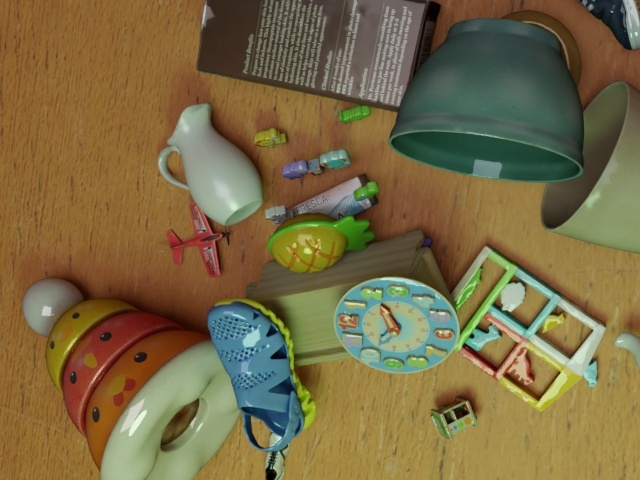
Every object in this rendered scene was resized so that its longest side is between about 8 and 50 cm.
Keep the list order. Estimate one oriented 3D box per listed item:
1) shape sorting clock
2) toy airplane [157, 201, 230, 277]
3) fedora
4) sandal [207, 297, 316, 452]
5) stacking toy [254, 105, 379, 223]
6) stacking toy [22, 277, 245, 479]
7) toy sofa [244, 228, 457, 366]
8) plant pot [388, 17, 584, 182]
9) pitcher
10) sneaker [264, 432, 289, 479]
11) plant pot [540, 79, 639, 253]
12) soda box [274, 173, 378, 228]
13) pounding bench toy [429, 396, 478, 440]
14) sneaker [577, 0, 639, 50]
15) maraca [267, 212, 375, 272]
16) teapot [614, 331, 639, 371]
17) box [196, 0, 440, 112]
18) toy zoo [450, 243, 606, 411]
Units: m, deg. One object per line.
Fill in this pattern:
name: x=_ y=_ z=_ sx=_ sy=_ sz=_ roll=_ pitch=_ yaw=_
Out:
shape sorting clock: x=0.123 y=0.141 z=1.600 sx=0.206 sy=0.040 sz=0.206 roll=8 pitch=127 yaw=11
toy airplane: x=-0.238 y=0.005 z=1.869 sx=0.151 sy=0.028 sz=0.151 roll=3 pitch=99 yaw=17
fedora: x=0.338 y=-0.283 z=1.620 sx=0.194 sy=0.079 sz=0.194 roll=6 pitch=110 yaw=18
sandal: x=-0.104 y=0.238 z=1.681 sx=0.126 sy=0.138 sz=0.317 roll=-13 pitch=118 yaw=27
stacking toy: x=-0.008 y=-0.135 z=1.725 sx=0.221 sy=0.052 sz=0.166 roll=-15 pitch=71 yaw=22
stacking toy: x=-0.401 y=0.229 z=1.850 sx=0.480 sy=0.351 sz=0.350 roll=33 pitch=108 yaw=26
toy sofa: x=0.047 y=0.117 z=1.743 sx=0.363 sy=0.177 sz=0.150 roll=-12 pitch=120 yaw=24
plant pot: x=0.263 y=-0.217 z=1.492 sx=0.293 sy=0.293 sz=0.196 roll=8 pitch=84 yaw=15
pitcher: x=-0.208 y=-0.119 z=1.801 sx=0.178 sy=0.125 sz=0.207 roll=-43 pitch=75 yaw=39
sneaker: x=-0.085 y=0.416 z=1.889 sx=0.040 sy=0.044 sz=0.109 roll=6 pitch=100 yaw=17
plant pot: x=0.529 y=-0.078 z=1.535 sx=0.274 sy=0.256 sz=0.256 roll=23 pitch=106 yaw=-6
soda box: x=0.007 y=-0.055 z=1.770 sx=0.183 sy=0.058 sz=0.063 roll=-25 pitch=92 yaw=20
pounding bench toy: x=0.239 y=0.315 z=1.773 sx=0.065 sy=0.083 sz=0.052 roll=-24 pitch=95 yaw=-13
sneaker: x=0.403 y=-0.412 z=1.567 sx=0.153 sy=0.099 sz=0.282 roll=-22 pitch=86 yaw=14
maraca: x=0.000 y=0.000 z=1.700 sx=0.186 sy=0.127 sz=0.099 roll=-13 pitch=60 yaw=11
teapot: x=0.654 y=0.197 z=1.566 sx=0.256 sy=0.187 sz=0.252 roll=30 pitch=129 yaw=-17
box: x=-0.004 y=-0.346 z=1.682 sx=0.382 sy=0.143 sz=0.191 roll=14 pitch=104 yaw=12
toy zoo: x=0.357 y=0.165 z=1.719 sx=0.293 sy=0.030 sz=0.192 roll=36 pitch=107 yaw=8
